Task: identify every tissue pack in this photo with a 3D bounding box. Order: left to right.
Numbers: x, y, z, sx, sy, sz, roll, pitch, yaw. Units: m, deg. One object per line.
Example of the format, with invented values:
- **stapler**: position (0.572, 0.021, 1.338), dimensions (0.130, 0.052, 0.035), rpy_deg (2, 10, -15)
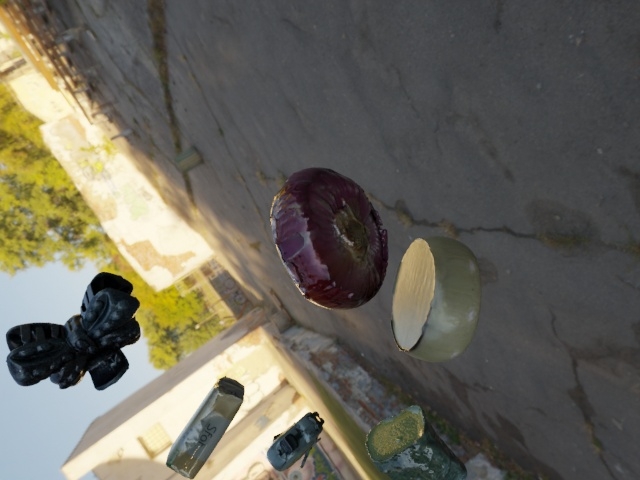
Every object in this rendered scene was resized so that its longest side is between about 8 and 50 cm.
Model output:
- **tissue pack**: position (-0.277, 0.453, 1.150), dimensions (0.090, 0.222, 0.186), rpy_deg (35, 168, -2)

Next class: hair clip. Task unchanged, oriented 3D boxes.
- **hair clip**: position (-0.563, 0.233, 1.107), dimensions (0.194, 0.310, 0.206), rpy_deg (42, 162, 47)

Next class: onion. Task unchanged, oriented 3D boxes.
- **onion**: position (0.000, 0.000, 0.737), dimensions (0.163, 0.230, 0.230), rpy_deg (-14, 112, 41)

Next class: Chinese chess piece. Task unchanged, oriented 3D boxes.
- **Chinese chess piece**: position (0.222, 0.114, 0.920), dimensions (0.250, 0.103, 0.249), rpy_deg (-171, 90, -82)

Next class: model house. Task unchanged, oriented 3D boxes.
- **model house**: position (0.104, 0.237, 0.505), dimensions (0.083, 0.079, 0.066), rpy_deg (49, -166, -12)

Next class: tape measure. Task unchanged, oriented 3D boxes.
- **tape measure**: position (-0.081, 0.570, 1.259), dimensions (0.084, 0.164, 0.330), rpy_deg (51, 148, 25)
